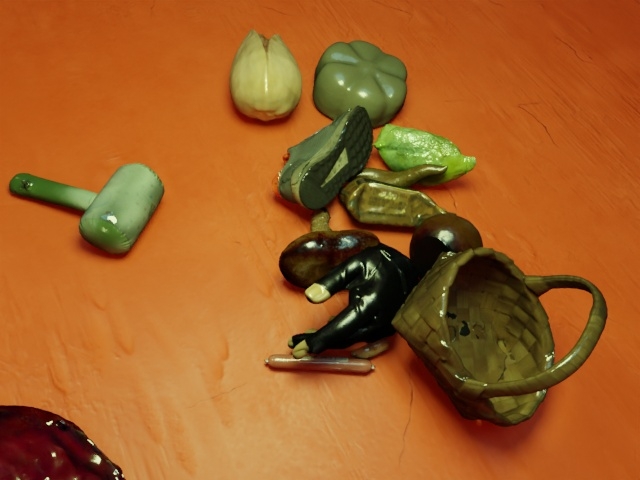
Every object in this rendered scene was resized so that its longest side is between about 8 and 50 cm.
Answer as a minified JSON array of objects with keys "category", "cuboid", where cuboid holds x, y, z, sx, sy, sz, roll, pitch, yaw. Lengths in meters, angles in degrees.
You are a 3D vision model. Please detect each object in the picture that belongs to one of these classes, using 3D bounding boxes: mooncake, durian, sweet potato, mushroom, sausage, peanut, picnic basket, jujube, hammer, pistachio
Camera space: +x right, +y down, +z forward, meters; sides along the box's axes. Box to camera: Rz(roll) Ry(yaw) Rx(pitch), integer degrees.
[{"category":"mooncake","cuboid":[0.111,-0.429,1.547,0.275,0.135,0.275,7,56,-10]},{"category":"durian","cuboid":[0.251,-0.204,1.410,0.250,0.139,0.101,28,62,10]},{"category":"sweet potato","cuboid":[0.186,-0.150,1.386,0.249,0.069,0.059,-1,29,22]},{"category":"mushroom","cuboid":[0.000,0.000,1.254,0.227,0.148,0.217,-2,37,-22]},{"category":"sausage","cuboid":[0.000,0.244,1.126,0.223,0.029,0.029,5,55,-6]},{"category":"peanut","cuboid":[0.101,0.219,1.156,0.083,0.037,0.037,-10,58,-16]},{"category":"picnic basket","cuboid":[0.346,0.167,1.016,0.337,0.337,0.293,34,58,13]},{"category":"jujube","cuboid":[-0.421,0.404,0.831,0.376,0.258,0.258,41,59,10]},{"category":"hammer","cuboid":[-0.524,-0.097,1.233,0.335,0.119,0.206,14,53,8]},{"category":"pistachio","cuboid":[-0.143,-0.428,1.469,0.187,0.187,0.299,0,52,-9]}]

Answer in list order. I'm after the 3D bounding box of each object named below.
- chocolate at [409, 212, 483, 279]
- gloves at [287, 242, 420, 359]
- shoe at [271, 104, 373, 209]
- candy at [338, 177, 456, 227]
[{"category":"chocolate","cuboid":[0.280,0.017,1.255,0.176,0.177,0.177,5,55,-7]},{"category":"gloves","cuboid":[0.062,0.128,1.114,0.301,0.197,0.152,-35,30,-10]},{"category":"shoe","cuboid":[-0.004,-0.199,1.371,0.171,0.132,0.336,5,45,40]},{"category":"candy","cuboid":[0.181,-0.081,1.330,0.271,0.101,0.143,8,12,-7]}]
